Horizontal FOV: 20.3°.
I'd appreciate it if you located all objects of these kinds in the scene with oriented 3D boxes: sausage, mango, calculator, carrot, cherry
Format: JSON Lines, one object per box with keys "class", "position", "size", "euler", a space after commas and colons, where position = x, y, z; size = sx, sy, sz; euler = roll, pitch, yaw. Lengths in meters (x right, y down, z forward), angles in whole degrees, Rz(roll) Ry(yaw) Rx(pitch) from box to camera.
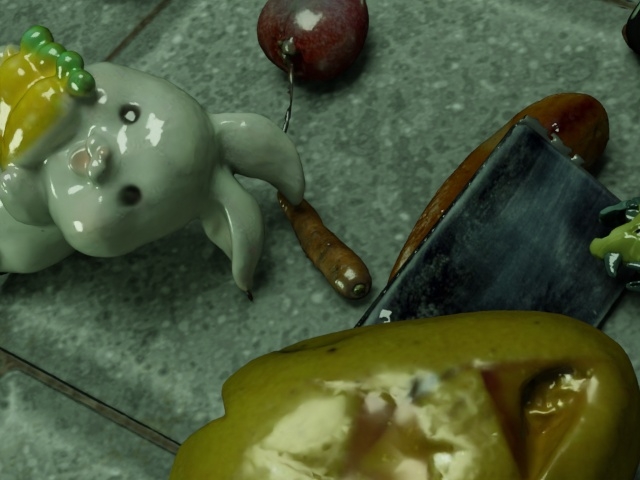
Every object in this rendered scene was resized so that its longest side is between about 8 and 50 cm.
{"class": "sausage", "position": [0.139, -0.016, 1.516], "size": [0.103, 0.076, 0.302], "euler": [18, 58, 34]}
{"class": "mango", "position": [0.063, 0.171, 1.293], "size": [0.365, 0.182, 0.253], "euler": [-24, 69, -7]}
{"class": "calculator", "position": [0.152, 0.037, 1.440], "size": [0.161, 0.021, 0.261], "euler": [42, 66, -2]}
{"class": "carrot", "position": [-0.002, 0.000, 1.583], "size": [0.036, 0.035, 0.165], "euler": [-32, 44, -9]}
{"class": "cherry", "position": [-0.029, -0.170, 1.715], "size": [0.107, 0.090, 0.225], "euler": [25, 70, 22]}

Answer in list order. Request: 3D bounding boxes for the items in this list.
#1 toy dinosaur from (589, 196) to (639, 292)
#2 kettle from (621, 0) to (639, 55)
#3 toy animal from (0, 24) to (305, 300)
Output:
{"class": "toy dinosaur", "position": [0.355, -0.012, 1.433], "size": [0.259, 0.094, 0.153], "euler": [11, 57, 16]}
{"class": "kettle", "position": [0.397, -0.250, 1.597], "size": [0.255, 0.165, 0.240], "euler": [-47, 22, -18]}
{"class": "toy animal", "position": [-0.191, -0.059, 1.577], "size": [0.310, 0.247, 0.183], "euler": [-8, 66, 35]}
